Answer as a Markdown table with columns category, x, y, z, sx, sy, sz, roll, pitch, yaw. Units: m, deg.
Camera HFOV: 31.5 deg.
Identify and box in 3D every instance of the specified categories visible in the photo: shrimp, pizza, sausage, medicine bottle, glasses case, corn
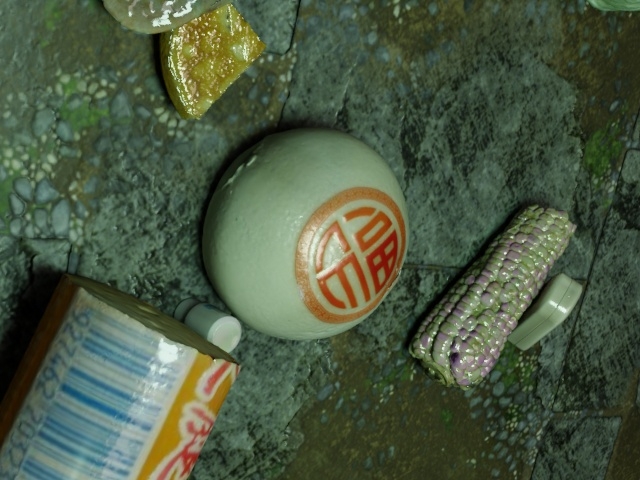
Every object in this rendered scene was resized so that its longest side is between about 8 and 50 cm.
| category | x | y | z | sx | sy | sz | roll | pitch | yaw |
| --- | --- | --- | --- | --- | --- | --- | --- | --- | --- |
| shrimp | -0.148 | -0.320 | 1.254 | 0.219 | 0.046 | 0.152 | -22 | 104 | -14 |
| pizza | -0.133 | -0.226 | 1.335 | 0.134 | 0.046 | 0.175 | 6 | 99 | -38 |
| sausage | -0.248 | 0.210 | 1.285 | 0.233 | 0.233 | 0.287 | 26 | 88 | -43 |
| medicine bottle | -0.143 | 0.107 | 1.426 | 0.052 | 0.089 | 0.052 | -15 | 115 | -36 |
| glasses case | 0.349 | 0.114 | 1.791 | 0.083 | 0.050 | 0.196 | -52 | 176 | -22 |
| corn | 0.269 | 0.080 | 1.743 | 0.335 | 0.126 | 0.126 | -52 | 131 | -14 |

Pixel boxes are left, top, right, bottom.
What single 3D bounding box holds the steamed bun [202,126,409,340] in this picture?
| category | x | y | z | sx | sy | sz | roll | pitch | yaw |
| --- | --- | --- | --- | --- | --- | --- | --- | --- | --- |
| steamed bun | 0.000 | 0.000 | 1.445 | 0.283 | 0.177 | 0.283 | -15 | 115 | -36 |

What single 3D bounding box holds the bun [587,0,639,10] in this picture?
| category | x | y | z | sx | sy | sz | roll | pitch | yaw |
| --- | --- | --- | --- | --- | --- | --- | --- | --- | --- |
| bun | 0.413 | -0.417 | 1.657 | 0.126 | 0.204 | 0.212 | -43 | 97 | 11 |
